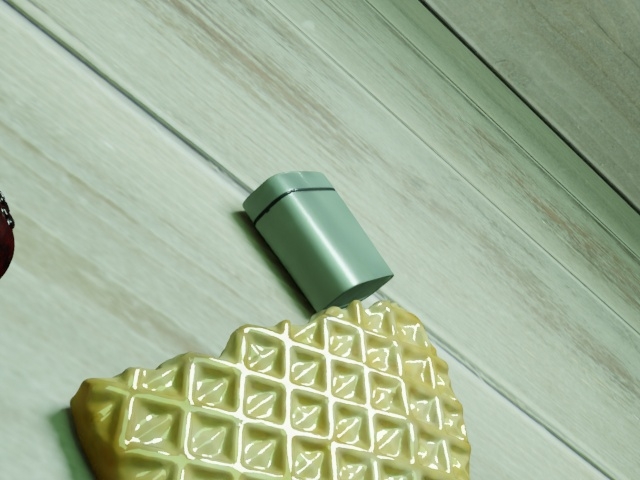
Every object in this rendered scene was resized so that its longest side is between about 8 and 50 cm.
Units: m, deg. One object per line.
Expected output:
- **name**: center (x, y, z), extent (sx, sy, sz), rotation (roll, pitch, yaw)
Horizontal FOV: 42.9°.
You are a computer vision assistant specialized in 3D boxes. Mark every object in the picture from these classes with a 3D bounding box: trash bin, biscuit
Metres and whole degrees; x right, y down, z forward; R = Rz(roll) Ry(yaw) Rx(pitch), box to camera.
- **trash bin**: center (0.000, 0.000, 0.789), extent (0.130, 0.059, 0.116), rotation (55, 26, 13)
- **biscuit**: center (0.008, 0.140, 0.539), extent (0.309, 0.040, 0.205), rotation (-8, 62, -46)

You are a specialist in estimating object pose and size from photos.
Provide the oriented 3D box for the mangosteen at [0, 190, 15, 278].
- **mangosteen**: center (-0.207, -0.005, 0.442), extent (0.081, 0.081, 0.081), rotation (37, 26, -22)
